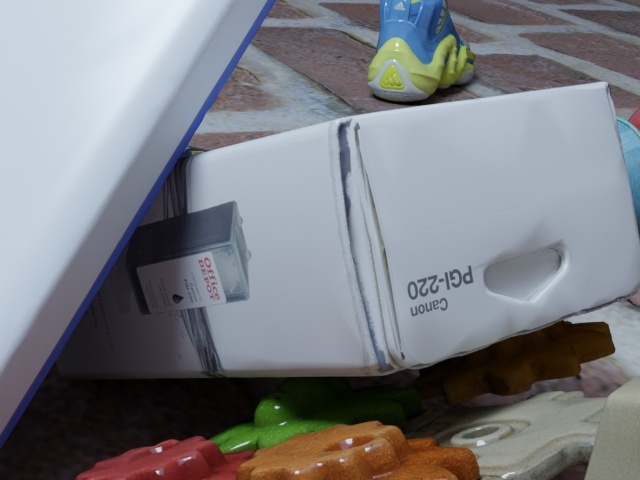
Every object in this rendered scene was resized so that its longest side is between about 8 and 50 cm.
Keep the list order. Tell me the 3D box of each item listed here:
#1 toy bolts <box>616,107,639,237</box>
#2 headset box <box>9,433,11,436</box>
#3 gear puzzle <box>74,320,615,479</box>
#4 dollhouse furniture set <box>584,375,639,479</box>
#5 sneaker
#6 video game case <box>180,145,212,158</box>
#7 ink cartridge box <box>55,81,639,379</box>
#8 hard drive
[{"bbox_3d":[0.212,-0.057,0.717,0.159,0.218,0.228,-13,7,-28],"label":"toy bolts"},{"bbox_3d":[-0.144,0.038,0.509,0.062,0.083,0.032,20,-10,37],"label":"headset box"},{"bbox_3d":[0.006,0.066,0.412,0.175,0.044,0.339,-12,4,42],"label":"gear puzzle"},{"bbox_3d":[0.097,0.101,0.324,0.081,0.114,0.091,22,22,31],"label":"dollhouse furniture set"},{"bbox_3d":[0.112,-0.219,1.239,0.091,0.126,0.240,9,20,12],"label":"sneaker"},{"bbox_3d":[-0.108,-0.028,0.790,0.173,0.022,0.190,15,22,26],"label":"video game case"},{"bbox_3d":[0.000,0.000,0.518,0.159,0.092,0.218,-13,5,-41],"label":"ink cartridge box"},{"bbox_3d":[-0.151,-0.062,0.473,0.210,0.318,0.040,22,-18,21],"label":"hard drive"}]
